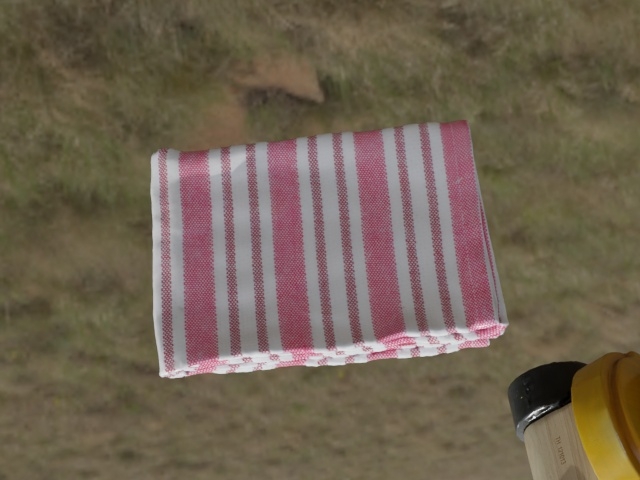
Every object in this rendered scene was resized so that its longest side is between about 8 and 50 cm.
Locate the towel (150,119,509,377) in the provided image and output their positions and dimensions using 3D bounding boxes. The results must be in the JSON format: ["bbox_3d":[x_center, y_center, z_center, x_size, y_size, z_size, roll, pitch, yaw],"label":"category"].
[{"bbox_3d":[0.000,0.000,0.633,0.197,0.144,0.029,-6,155,-3],"label":"towel"}]

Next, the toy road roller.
[{"bbox_3d":[0.357,0.216,1.048,0.329,0.202,0.240,27,131,-34],"label":"toy road roller"}]
